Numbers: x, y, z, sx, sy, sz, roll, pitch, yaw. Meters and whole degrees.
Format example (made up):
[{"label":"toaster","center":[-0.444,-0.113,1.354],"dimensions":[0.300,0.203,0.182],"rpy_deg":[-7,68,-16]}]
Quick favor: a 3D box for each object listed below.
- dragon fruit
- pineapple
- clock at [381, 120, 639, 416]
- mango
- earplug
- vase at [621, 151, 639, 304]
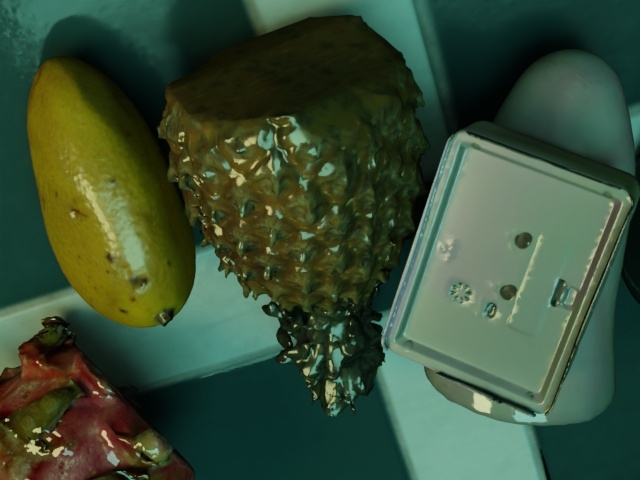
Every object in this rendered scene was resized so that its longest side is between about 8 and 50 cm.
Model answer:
[{"label":"dragon fruit","center":[-0.204,0.177,1.026],"dimensions":[0.147,0.211,0.282],"rpy_deg":[-38,101,1]},{"label":"pineapple","center":[0.000,0.000,0.955],"dimensions":[0.202,0.202,0.362],"rpy_deg":[-13,129,1]},{"label":"clock","center":[0.144,0.019,0.902],"dimensions":[0.147,0.071,0.192],"rpy_deg":[22,112,15]},{"label":"mango","center":[-0.173,-0.038,0.939],"dimensions":[0.109,0.147,0.227],"rpy_deg":[-24,100,-14]},{"label":"earplug","center":[0.189,-0.015,0.994],"dimensions":[0.172,0.172,0.301],"rpy_deg":[1,114,-8]},{"label":"vase","center":[0.438,0.001,1.031],"dimensions":[0.321,0.173,0.173],"rpy_deg":[8,119,-19]}]
